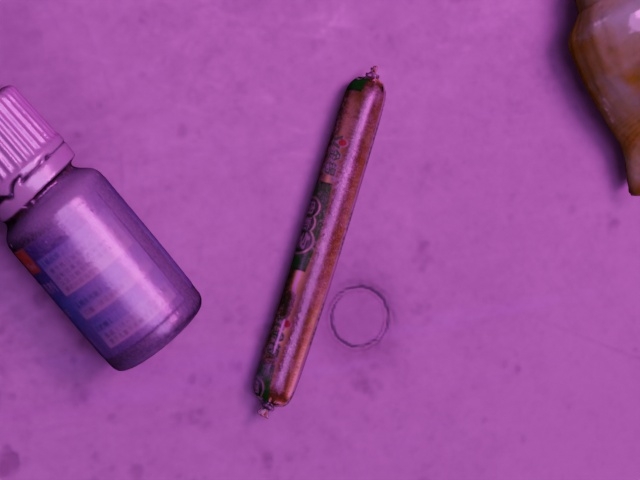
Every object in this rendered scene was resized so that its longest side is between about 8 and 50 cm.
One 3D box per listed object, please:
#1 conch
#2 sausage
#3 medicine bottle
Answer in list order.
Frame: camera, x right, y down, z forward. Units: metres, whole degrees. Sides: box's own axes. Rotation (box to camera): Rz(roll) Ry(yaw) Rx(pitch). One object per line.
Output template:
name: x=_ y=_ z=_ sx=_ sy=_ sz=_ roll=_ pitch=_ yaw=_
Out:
conch: x=0.236 y=-0.143 z=1.385 sx=0.095 sy=0.079 sz=0.201 roll=-34 pitch=118 yaw=-27
sausage: x=0.000 y=0.000 z=1.333 sx=0.033 sy=0.033 sz=0.269 roll=19 pitch=85 yaw=-17
medicine bottle: x=-0.171 y=-0.010 z=1.253 sx=0.083 sy=0.083 sz=0.203 roll=-40 pitch=102 yaw=-13
